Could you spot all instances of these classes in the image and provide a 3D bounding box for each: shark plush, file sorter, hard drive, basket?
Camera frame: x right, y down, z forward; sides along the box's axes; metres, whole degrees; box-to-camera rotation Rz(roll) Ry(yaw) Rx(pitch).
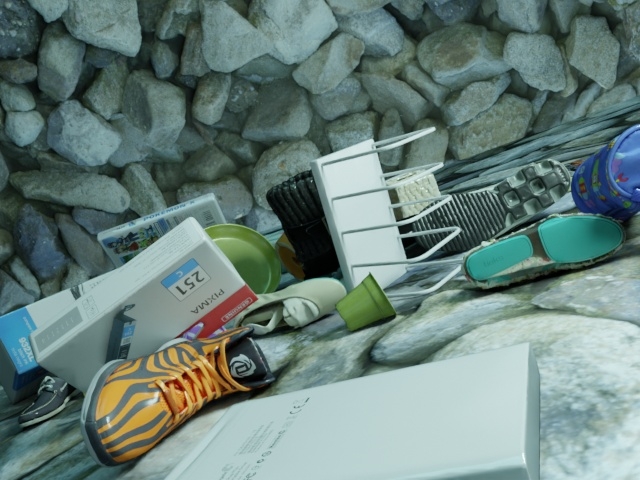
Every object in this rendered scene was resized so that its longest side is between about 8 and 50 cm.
[{"bbox_3d":[0.026,0.093,1.328,0.161,0.073,0.067,1,51,57],"label":"shark plush"},{"bbox_3d":[0.137,-0.047,1.211,0.173,0.278,0.193,-8,13,40],"label":"file sorter"},{"bbox_3d":[0.027,0.193,0.633,0.353,0.047,0.233,-17,8,22],"label":"hard drive"},{"bbox_3d":[0.236,-0.079,1.605,0.113,0.167,0.103,-21,14,-7],"label":"basket"}]

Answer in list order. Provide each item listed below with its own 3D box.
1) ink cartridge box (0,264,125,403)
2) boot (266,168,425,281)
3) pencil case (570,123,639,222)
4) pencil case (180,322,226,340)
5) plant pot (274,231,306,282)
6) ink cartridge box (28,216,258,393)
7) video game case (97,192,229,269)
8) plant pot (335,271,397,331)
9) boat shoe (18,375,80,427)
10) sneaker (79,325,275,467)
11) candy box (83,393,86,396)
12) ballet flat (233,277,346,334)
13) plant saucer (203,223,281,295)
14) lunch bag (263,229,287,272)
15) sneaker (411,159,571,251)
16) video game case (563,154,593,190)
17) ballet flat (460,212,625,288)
[{"bbox_3d":[-0.535,0.200,1.429,0.307,0.129,0.223,-26,-15,-37],"label":"ink cartridge box"},{"bbox_3d":[0.078,-0.057,1.451,0.348,0.260,0.131,-22,9,-12],"label":"boot"},{"bbox_3d":[0.479,-0.094,1.042,0.119,0.133,0.306,9,-2,11],"label":"pencil case"},{"bbox_3d":[-0.225,0.177,1.269,0.088,0.086,0.206,8,3,-14],"label":"pencil case"},{"bbox_3d":[0.000,0.000,1.593,0.188,0.205,0.205,-41,16,-24],"label":"plant pot"},{"bbox_3d":[-0.252,0.136,1.048,0.296,0.261,0.066,-37,51,-4],"label":"ink cartridge box"},{"bbox_3d":[-0.359,0.053,1.702,0.300,0.329,0.036,-20,44,-1],"label":"video game case"},{"bbox_3d":[0.068,0.105,1.068,0.079,0.083,0.083,-31,8,0],"label":"plant pot"},{"bbox_3d":[-0.513,0.287,1.251,0.075,0.065,0.206,-19,8,9],"label":"boat shoe"},{"bbox_3d":[-0.174,0.185,0.898,0.180,0.124,0.321,-18,8,18],"label":"sneaker"},{"bbox_3d":[-0.369,0.214,1.252,0.206,0.105,0.027,-20,7,3],"label":"candy box"},{"bbox_3d":[-0.065,0.133,1.226,0.248,0.086,0.086,-16,8,33],"label":"ballet flat"},{"bbox_3d":[-0.214,0.068,1.587,0.241,0.241,0.037,-24,-23,-30],"label":"plant saucer"},{"bbox_3d":[-0.102,0.021,1.937,0.279,0.108,0.224,-16,9,28],"label":"lunch bag"},{"bbox_3d":[0.354,-0.055,1.395,0.330,0.122,0.146,-20,-10,5],"label":"sneaker"},{"bbox_3d":[0.689,-0.183,1.670,0.248,0.035,0.275,-19,7,8],"label":"video game case"},{"bbox_3d":[0.333,0.015,1.011,0.241,0.091,0.077,-14,-13,17],"label":"ballet flat"}]
